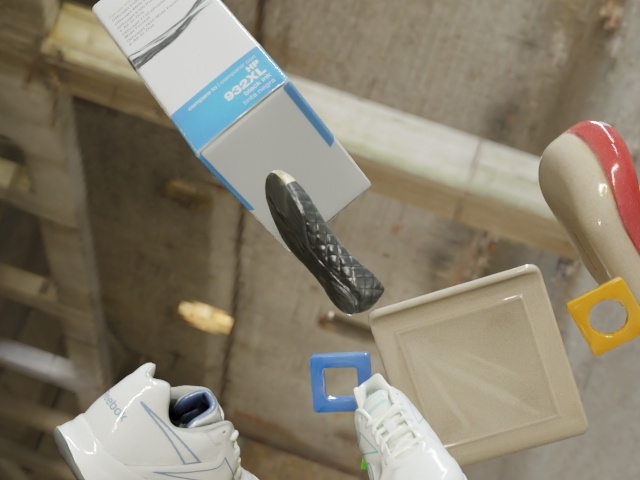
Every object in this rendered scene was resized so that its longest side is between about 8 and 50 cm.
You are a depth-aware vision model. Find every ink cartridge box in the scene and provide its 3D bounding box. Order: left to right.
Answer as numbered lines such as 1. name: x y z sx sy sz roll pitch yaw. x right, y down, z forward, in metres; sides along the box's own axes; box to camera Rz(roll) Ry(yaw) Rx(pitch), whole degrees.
1. ink cartridge box: -0.104 -0.166 1.444 0.129 0.307 0.223 -40 -39 3

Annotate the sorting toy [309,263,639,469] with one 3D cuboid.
1. sorting toy: 0.163 0.131 1.286 0.047 0.348 0.196 -71 -37 -73

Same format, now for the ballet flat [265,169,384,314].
1. ballet flat: 0.000 0.000 1.289 0.049 0.173 0.057 -35 1 -34

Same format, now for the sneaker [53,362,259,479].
1. sneaker: -0.122 0.215 1.218 0.129 0.111 0.297 -45 -36 3

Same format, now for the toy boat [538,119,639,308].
1. toy boat: 0.343 -0.039 1.355 0.151 0.231 0.151 -36 30 0

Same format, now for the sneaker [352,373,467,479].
1. sneaker: 0.046 0.127 0.769 0.061 0.054 0.152 65 174 -13
